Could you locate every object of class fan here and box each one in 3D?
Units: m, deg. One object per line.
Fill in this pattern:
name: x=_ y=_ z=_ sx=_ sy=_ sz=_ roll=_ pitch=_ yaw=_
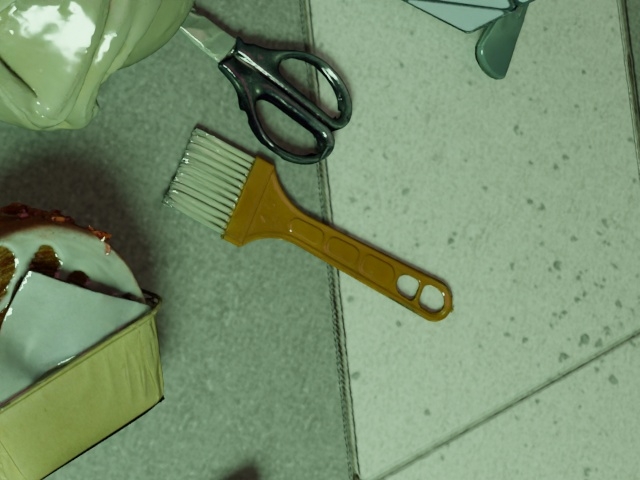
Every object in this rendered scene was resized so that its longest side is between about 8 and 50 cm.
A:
fan: x=0.222 y=-0.294 z=1.537 sx=0.057 sy=0.023 sz=0.282 roll=40 pitch=66 yaw=-42

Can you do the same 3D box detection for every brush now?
brush: x=0.000 y=0.000 z=1.407 sx=0.314 sy=0.017 sz=0.090 roll=28 pitch=72 yaw=-19

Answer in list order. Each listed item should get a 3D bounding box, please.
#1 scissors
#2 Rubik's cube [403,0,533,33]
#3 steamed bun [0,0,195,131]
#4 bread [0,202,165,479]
scissors: x=-0.098 y=-0.184 z=1.385 sx=0.300 sy=0.022 sz=0.109 roll=36 pitch=66 yaw=-15
Rubik's cube: x=0.136 y=-0.348 z=1.413 sx=0.207 sy=0.205 sz=0.205 roll=25 pitch=73 yaw=-20
steamed bun: x=-0.257 y=-0.260 z=1.207 sx=0.324 sy=0.219 sz=0.310 roll=38 pitch=73 yaw=-9
bread: x=-0.246 y=0.081 z=1.225 sx=0.224 sy=0.142 sz=0.212 roll=-32 pitch=111 yaw=-25
